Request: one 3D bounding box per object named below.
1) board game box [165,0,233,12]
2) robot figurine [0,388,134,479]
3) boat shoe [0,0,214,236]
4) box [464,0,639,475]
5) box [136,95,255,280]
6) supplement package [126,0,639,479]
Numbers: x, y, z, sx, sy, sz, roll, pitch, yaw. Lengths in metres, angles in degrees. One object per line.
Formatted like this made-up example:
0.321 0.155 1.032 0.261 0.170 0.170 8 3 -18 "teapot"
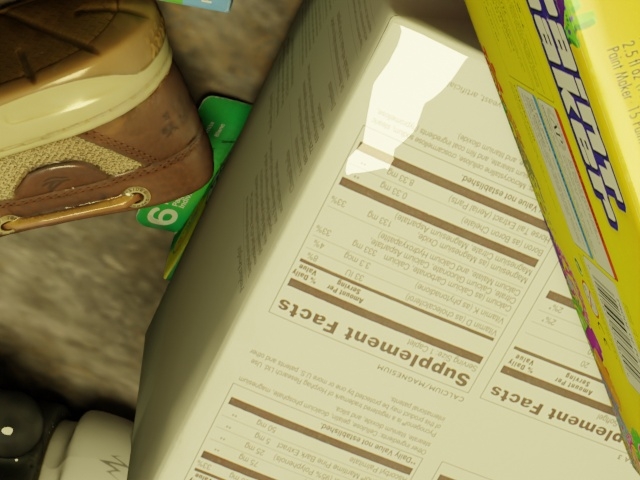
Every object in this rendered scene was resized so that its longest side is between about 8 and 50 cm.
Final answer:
-0.132 -0.191 0.785 0.211 0.039 0.160 10 132 -1 "board game box"
-0.211 0.169 1.025 0.278 0.173 0.209 5 174 3 "robot figurine"
-0.216 -0.021 0.895 0.342 0.123 0.123 -17 126 13 "boat shoe"
0.203 -0.076 0.569 0.279 0.177 0.290 -23 104 -1 "box"
0.000 0.000 0.933 0.179 0.043 0.105 24 129 -12 "box"
0.055 0.019 0.797 0.198 0.199 0.262 22 113 -12 "supplement package"
